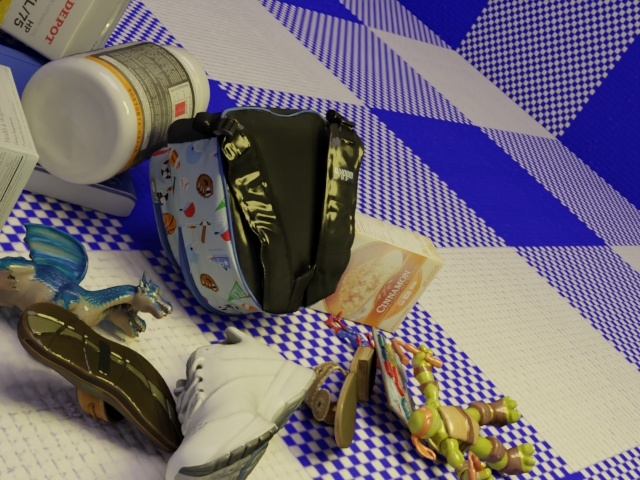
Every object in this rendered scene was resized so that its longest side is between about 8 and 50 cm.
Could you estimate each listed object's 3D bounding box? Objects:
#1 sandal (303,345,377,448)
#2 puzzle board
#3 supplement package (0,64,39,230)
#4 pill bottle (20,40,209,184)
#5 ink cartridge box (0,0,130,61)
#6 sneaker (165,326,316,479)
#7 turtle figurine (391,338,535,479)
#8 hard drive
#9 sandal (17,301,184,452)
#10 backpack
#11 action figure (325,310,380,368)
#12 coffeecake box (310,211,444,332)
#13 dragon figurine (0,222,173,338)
[{"bbox_3d":[0.012,0.189,1.217,0.079,0.088,0.240,4,13,13],"label":"sandal"},{"bbox_3d":[0.101,0.186,1.294,0.096,0.011,0.128,51,20,-43],"label":"puzzle board"},{"bbox_3d":[-0.452,-0.117,1.090,0.203,0.149,0.194,14,31,-39],"label":"supplement package"},{"bbox_3d":[-0.263,-0.182,1.320,0.162,0.162,0.278,36,24,5],"label":"pill bottle"},{"bbox_3d":[-0.450,-0.426,1.545,0.270,0.198,0.197,32,7,-2],"label":"ink cartridge box"},{"bbox_3d":[-0.106,0.181,1.028,0.129,0.111,0.297,37,16,3],"label":"sneaker"},{"bbox_3d":[0.184,0.254,1.262,0.217,0.087,0.269,19,32,-41],"label":"turtle figurine"},{"bbox_3d":[-0.385,-0.166,1.389,0.210,0.040,0.319,17,29,-32],"label":"hard drive"},{"bbox_3d":[-0.223,0.145,0.986,0.219,0.060,0.090,40,24,-32],"label":"sandal"},{"bbox_3d":[-0.088,-0.031,1.273,0.276,0.213,0.263,-7,85,-48],"label":"backpack"},{"bbox_3d":[0.058,0.145,1.380,0.115,0.030,0.038,45,22,20],"label":"action figure"},{"bbox_3d":[0.061,0.042,1.429,0.185,0.142,0.068,19,28,-29],"label":"coffeecake box"},{"bbox_3d":[-0.304,0.041,1.058,0.289,0.085,0.144,30,25,-9],"label":"dragon figurine"}]
